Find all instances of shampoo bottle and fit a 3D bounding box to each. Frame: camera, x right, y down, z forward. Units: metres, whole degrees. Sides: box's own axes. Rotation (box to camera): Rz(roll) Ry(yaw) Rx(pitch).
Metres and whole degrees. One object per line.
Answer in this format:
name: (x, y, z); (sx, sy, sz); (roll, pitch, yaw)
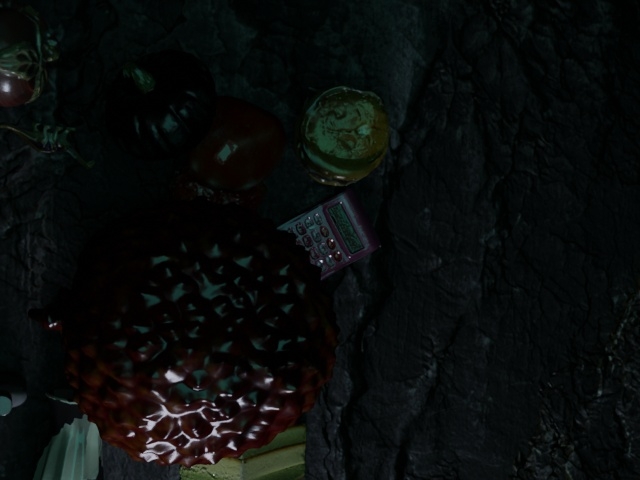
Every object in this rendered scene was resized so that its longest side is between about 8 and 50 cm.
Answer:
shampoo bottle: (-0.510, 0.244, 1.828); (0.080, 0.165, 0.040); (5, 94, -16)

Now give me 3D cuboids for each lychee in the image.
lychee: (-0.219, 0.141, 1.782); (0.500, 0.424, 0.424); (0, 96, 5)

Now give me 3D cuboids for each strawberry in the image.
strawberry: (-0.173, -0.069, 1.945); (0.187, 0.082, 0.146); (-10, 105, -19)

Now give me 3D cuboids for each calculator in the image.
calculator: (0.000, 0.000, 2.019); (0.191, 0.034, 0.126); (-29, 104, -6)

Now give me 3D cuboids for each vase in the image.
vase: (-0.422, 0.432, 1.889); (0.165, 0.165, 0.360); (8, 89, -17)

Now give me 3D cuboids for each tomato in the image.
tomato: (-0.135, -0.164, 1.905); (0.166, 0.082, 0.174); (25, 60, -14)

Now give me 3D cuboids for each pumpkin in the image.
pumpkin: (-0.256, -0.218, 1.848); (0.194, 0.150, 0.194); (-1, 83, 5)

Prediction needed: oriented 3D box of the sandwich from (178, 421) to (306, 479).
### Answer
sandwich: (-0.135, 0.380, 2.030); (0.187, 0.144, 0.117); (-6, 99, -51)

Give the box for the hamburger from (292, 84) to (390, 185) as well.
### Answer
hamburger: (0.033, -0.189, 1.974); (0.177, 0.113, 0.185); (-37, 96, -3)

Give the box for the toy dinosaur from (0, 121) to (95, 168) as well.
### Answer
toy dinosaur: (-0.448, -0.172, 1.870); (0.180, 0.037, 0.058); (20, 85, -18)

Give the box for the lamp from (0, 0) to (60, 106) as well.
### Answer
lamp: (-0.517, -0.271, 1.795); (0.223, 0.151, 0.215); (5, 88, 27)
